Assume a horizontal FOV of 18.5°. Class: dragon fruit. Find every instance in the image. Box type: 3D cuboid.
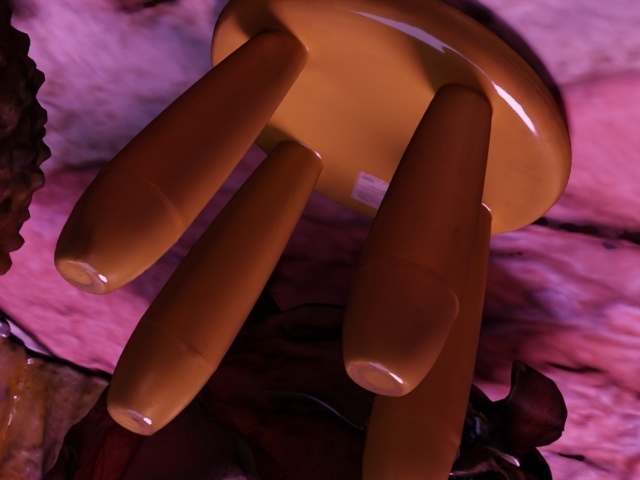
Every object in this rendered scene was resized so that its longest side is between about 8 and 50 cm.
[{"bbox_3d":[-0.008,0.100,0.656,0.182,0.182,0.188,26,151,2],"label":"dragon fruit"}]

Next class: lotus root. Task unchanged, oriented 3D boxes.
[{"bbox_3d":[-0.142,0.113,0.892,0.183,0.078,0.203,9,146,28],"label":"lotus root"}]

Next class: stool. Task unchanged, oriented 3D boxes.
[{"bbox_3d":[0.000,0.000,0.544,0.135,0.110,0.134,39,149,-25],"label":"stool"}]

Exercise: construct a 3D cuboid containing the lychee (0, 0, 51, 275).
[{"bbox_3d":[-0.167,-0.035,0.588,0.171,0.171,0.171,20,151,12],"label":"lychee"}]
